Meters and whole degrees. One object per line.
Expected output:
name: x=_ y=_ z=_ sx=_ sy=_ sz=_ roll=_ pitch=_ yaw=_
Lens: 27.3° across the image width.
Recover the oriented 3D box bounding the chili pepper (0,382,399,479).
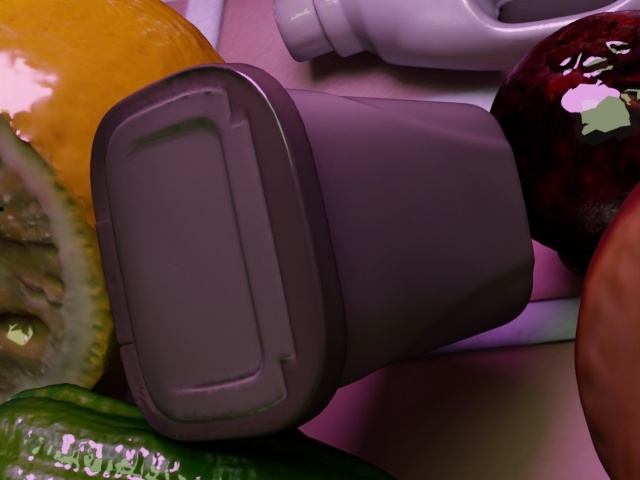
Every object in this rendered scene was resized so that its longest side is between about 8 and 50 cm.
chili pepper: x=-0.076 y=0.197 z=0.900 sx=0.385 sy=0.213 sz=0.167 roll=13 pitch=61 yaw=12

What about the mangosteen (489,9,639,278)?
mangosteen: x=0.221 y=-0.067 z=0.961 sx=0.210 sy=0.210 sz=0.210 roll=-12 pitch=55 yaw=17

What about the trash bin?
trash bin: x=0.000 y=0.000 z=0.871 sx=0.219 sy=0.250 sz=0.220 roll=-11 pitch=88 yaw=43

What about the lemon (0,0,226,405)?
lemon: x=-0.209 y=-0.055 z=1.075 sx=0.364 sy=0.364 sz=0.364 roll=-12 pitch=55 yaw=17

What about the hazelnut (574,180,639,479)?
hazelnut: x=0.325 y=0.112 z=0.724 sx=0.359 sy=0.359 sz=0.409 roll=-21 pitch=48 yaw=11

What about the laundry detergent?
laundry detergent: x=0.152 y=-0.242 z=1.156 sx=0.398 sy=0.125 sz=0.264 roll=-19 pitch=54 yaw=14
